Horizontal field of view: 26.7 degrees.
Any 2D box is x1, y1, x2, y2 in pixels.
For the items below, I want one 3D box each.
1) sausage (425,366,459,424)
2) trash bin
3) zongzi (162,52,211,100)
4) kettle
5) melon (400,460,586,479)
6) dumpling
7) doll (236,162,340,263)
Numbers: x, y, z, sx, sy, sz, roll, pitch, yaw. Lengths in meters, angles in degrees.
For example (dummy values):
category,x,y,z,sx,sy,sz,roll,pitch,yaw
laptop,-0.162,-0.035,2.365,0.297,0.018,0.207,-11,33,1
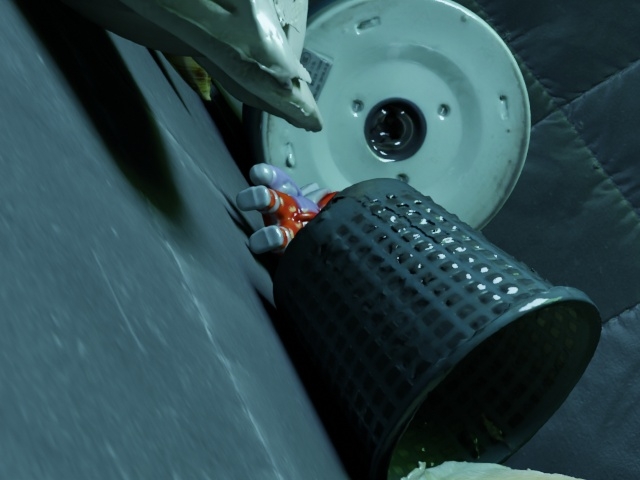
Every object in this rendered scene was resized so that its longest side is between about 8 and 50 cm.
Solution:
category,x,y,z,sx,sy,sz,roll,pitch,yaw
sausage,0.072,0.090,1.067,0.112,0.112,0.328,57,2,-14
trash bin,0.057,0.054,0.844,0.161,0.175,0.175,46,-3,33
zongzi,-0.132,-0.215,1.113,0.187,0.084,0.184,-123,-166,-71
kettle,0.003,-0.149,1.330,0.319,0.247,0.342,30,5,-17
melon,0.101,0.188,0.742,0.202,0.093,0.140,-5,88,-65
dumpling,-0.095,-0.203,0.767,0.341,0.181,0.260,37,-9,8
doll,0.000,0.000,1.029,0.227,0.075,0.102,18,54,-69
